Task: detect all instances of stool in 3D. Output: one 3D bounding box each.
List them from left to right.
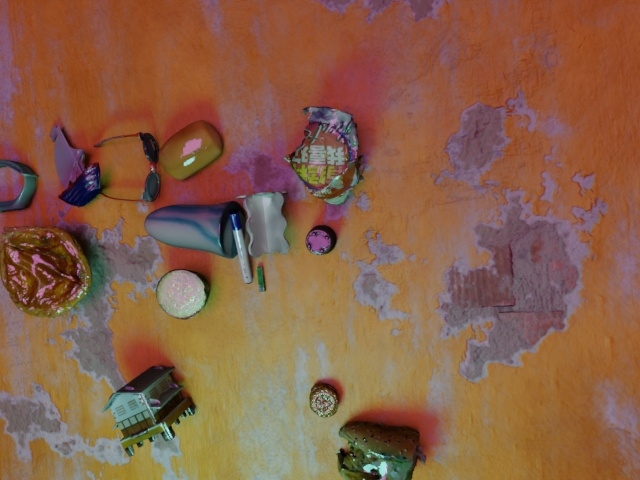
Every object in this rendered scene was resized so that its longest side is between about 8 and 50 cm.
[{"bbox_3d":[0.000,0.000,1.499,0.096,0.110,0.096,1,96,8],"label":"stool"}]

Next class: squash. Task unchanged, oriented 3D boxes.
[{"bbox_3d":[-0.443,0.172,1.589,0.170,0.123,0.170,0,92,10],"label":"squash"}]

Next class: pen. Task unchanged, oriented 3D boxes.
[{"bbox_3d":[-0.254,0.024,1.530,0.033,0.033,0.269,1,122,11],"label":"pen"}]

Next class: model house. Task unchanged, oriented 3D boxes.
[{"bbox_3d":[-0.568,0.553,1.589,0.198,0.224,0.215,-25,92,13],"label":"model house"}]

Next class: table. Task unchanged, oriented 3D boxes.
[{"bbox_3d":[-0.173,-0.049,1.506,0.167,0.166,0.198,-7,92,11],"label":"table"}]

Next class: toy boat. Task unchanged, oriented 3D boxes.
[{"bbox_3d":[-0.891,-0.248,1.680,0.318,0.072,0.219,38,109,17],"label":"toy boat"}]

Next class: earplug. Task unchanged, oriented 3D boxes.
[{"bbox_3d":[-0.429,-0.046,1.555,0.324,0.185,0.185,5,94,15],"label":"earplug"}]

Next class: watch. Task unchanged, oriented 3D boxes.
[{"bbox_3d":[-1.143,-0.200,1.739,0.237,0.068,0.195,-3,90,15],"label":"watch"}]

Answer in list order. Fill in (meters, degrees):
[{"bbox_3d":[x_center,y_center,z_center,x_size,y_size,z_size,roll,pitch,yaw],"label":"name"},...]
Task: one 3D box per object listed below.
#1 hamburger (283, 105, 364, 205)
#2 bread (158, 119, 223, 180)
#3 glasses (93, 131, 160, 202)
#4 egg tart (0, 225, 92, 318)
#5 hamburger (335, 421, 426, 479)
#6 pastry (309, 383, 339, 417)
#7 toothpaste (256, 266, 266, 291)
[{"bbox_3d":[0.040,-0.270,1.476,0.260,0.150,0.276,37,115,24],"label":"hamburger"},{"bbox_3d":[-0.435,-0.300,1.578,0.217,0.098,0.147,-35,90,12],"label":"bread"},{"bbox_3d":[-0.676,-0.242,1.617,0.268,0.118,0.234,-1,96,12],"label":"glasses"},{"bbox_3d":[-0.947,0.103,1.668,0.352,0.153,0.339,-8,92,11],"label":"egg tart"},{"bbox_3d":[0.180,0.662,1.469,0.288,0.192,0.167,4,84,10],"label":"hamburger"},{"bbox_3d":[0.011,0.520,1.554,0.109,0.057,0.097,44,94,4],"label":"pastry"},{"bbox_3d":[-0.198,0.129,1.592,0.020,0.017,0.083,-7,91,14],"label":"toothpaste"}]
